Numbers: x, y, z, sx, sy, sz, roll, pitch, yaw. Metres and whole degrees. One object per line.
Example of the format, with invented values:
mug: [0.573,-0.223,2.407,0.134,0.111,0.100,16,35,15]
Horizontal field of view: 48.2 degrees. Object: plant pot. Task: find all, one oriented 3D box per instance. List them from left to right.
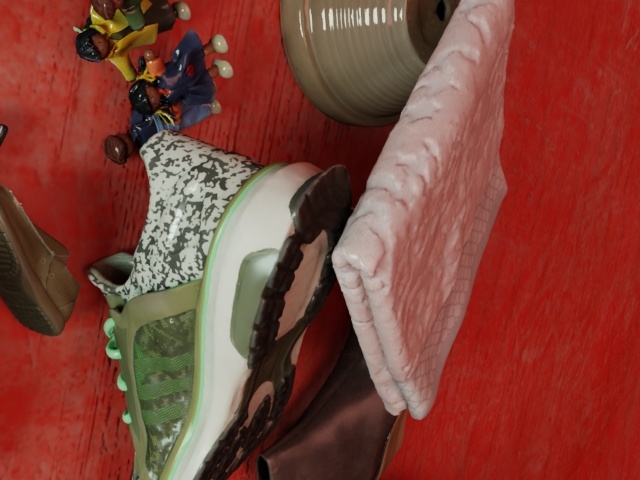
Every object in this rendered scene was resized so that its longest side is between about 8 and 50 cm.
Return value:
plant pot: [0.082,-0.230,0.726,0.237,0.110,0.237,-15,112,-41]

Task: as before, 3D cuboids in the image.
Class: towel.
towel: [0.120,-0.028,0.689,0.332,0.053,0.317,-63,154,-28]

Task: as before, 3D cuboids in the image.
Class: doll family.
doll family: [-0.136,-0.139,0.565,0.111,0.076,0.193,-44,131,-33]

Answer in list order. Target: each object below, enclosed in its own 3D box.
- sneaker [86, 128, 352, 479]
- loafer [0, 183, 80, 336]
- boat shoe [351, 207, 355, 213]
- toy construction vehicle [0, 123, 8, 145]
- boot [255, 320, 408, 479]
sneaker: [-0.117,0.084,0.605,0.158,0.182,0.410,-26,143,-59]
loafer: [-0.223,0.009,0.532,0.148,0.056,0.050,84,22,-43]
boat shoe: [0.000,0.000,0.730,0.228,0.076,0.080,6,97,-45]
toy construction vehicle: [-0.275,-0.053,0.486,0.086,0.035,0.098,29,83,-55]
boot: [0.019,0.190,0.789,0.207,0.090,0.248,-23,120,-41]
